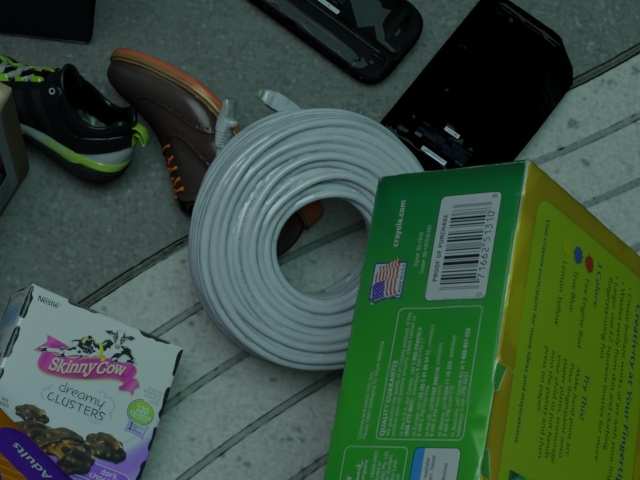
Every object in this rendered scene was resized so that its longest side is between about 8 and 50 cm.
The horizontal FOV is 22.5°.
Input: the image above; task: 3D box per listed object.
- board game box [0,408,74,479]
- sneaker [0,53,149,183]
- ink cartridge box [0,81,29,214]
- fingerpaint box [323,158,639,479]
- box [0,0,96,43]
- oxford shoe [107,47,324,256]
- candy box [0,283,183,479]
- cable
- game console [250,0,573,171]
[{"bbox_3d":[-0.491,0.238,1.260,0.356,0.356,0.356,43,110,9],"label":"board game box"},{"bbox_3d":[-0.276,-0.152,1.618,0.235,0.097,0.084,30,39,-2],"label":"sneaker"},{"bbox_3d":[-0.375,-0.032,1.525,0.088,0.193,0.234,27,71,4],"label":"ink cartridge box"},{"bbox_3d":[0.171,0.209,1.408,0.163,0.371,0.445,-4,66,37],"label":"fingerpaint box"},{"bbox_3d":[-0.311,-0.415,1.557,0.212,0.395,0.293,6,70,-4],"label":"box"},{"bbox_3d":[-0.126,-0.087,1.625,0.271,0.097,0.098,41,76,8],"label":"oxford shoe"},{"bbox_3d":[-0.240,0.163,1.510,0.165,0.070,0.196,25,69,-21],"label":"candy box"},{"bbox_3d":[0.000,0.000,1.559,0.257,0.089,0.257,15,92,-19],"label":"cable"},{"bbox_3d":[0.083,-0.219,1.722,0.361,0.044,0.213,37,70,7],"label":"game console"}]
